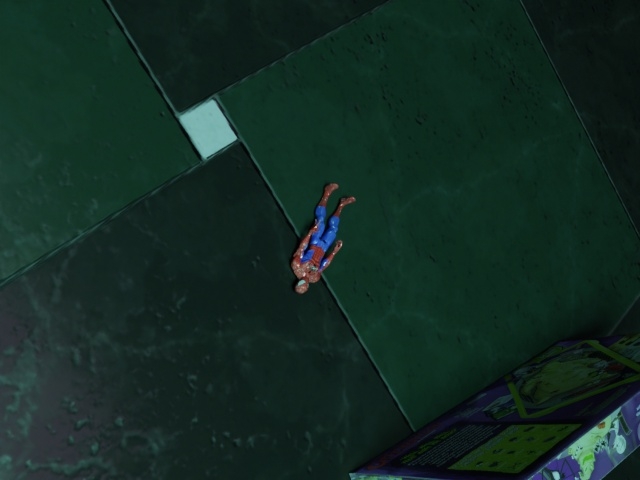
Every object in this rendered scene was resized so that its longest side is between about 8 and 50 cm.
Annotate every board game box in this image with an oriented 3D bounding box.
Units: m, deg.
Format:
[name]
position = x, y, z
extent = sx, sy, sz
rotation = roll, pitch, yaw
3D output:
[board game box]
position = 0.219, 0.168, 0.745
extent = 0.346, 0.208, 0.056
rotation = -20, 95, -37

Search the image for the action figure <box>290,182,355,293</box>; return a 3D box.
[action figure]
position = 0.000, 0.000, 0.736
extent = 0.038, 0.030, 0.115
rotation = 38, 62, -29
